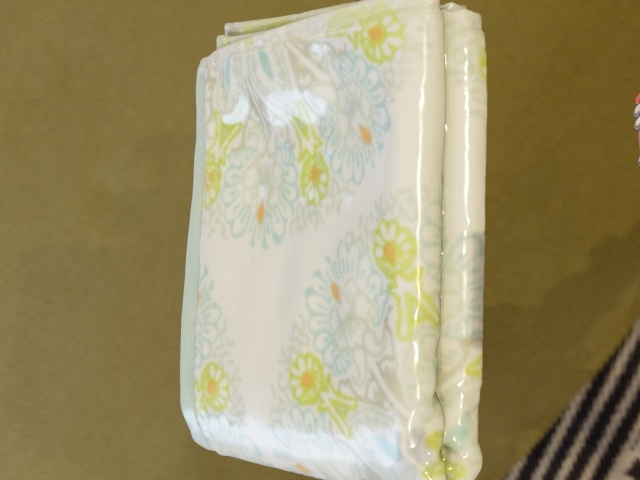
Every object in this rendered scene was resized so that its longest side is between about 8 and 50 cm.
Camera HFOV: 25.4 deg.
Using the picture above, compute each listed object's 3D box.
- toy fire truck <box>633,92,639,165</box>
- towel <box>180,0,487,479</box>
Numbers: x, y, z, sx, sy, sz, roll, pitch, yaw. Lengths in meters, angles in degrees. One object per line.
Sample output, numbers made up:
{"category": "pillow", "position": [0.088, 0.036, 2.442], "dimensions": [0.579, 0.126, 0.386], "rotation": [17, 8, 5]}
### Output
{"category": "toy fire truck", "position": [0.412, -0.164, 1.588], "dimensions": [0.135, 0.047, 0.192], "rotation": [-51, 20, 40]}
{"category": "towel", "position": [0.000, 0.000, 1.120], "dimensions": [0.320, 0.090, 0.375], "rotation": [1, 90, 56]}
